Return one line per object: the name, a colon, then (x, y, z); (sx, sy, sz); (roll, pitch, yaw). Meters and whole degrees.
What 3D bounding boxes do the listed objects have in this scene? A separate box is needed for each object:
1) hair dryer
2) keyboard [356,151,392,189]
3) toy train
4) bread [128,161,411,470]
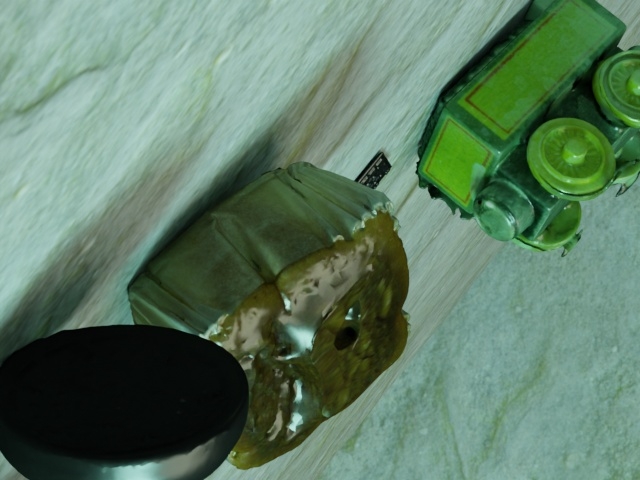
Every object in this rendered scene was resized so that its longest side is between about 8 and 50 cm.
hair dryer: (-0.151, 0.244, 0.951); (0.284, 0.156, 0.320); (-42, 140, -66)
keyboard: (0.000, 0.000, 1.509); (0.198, 0.010, 0.063); (-51, 167, -1)
toy train: (0.229, -0.116, 1.600); (0.272, 0.188, 0.159); (-43, 166, -26)
bread: (-0.027, 0.058, 1.168); (0.192, 0.110, 0.210); (-37, 147, -22)
